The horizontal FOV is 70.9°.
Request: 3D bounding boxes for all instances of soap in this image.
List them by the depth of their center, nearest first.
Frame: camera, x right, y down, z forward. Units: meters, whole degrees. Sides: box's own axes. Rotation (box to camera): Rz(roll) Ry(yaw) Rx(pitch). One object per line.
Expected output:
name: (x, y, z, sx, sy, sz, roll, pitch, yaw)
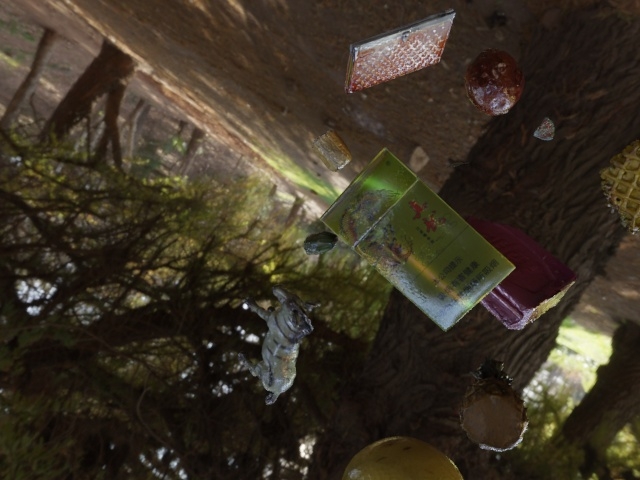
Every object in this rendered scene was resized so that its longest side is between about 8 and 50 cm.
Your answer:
soap: (0.384, 0.057, 0.967, 0.250, 0.162, 0.099, 47, 157, 32)

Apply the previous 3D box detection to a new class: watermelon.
watermelon: (0.780, -0.384, 1.587, 0.061, 0.085, 0.085, -7, -160, -23)

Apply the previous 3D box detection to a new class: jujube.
jujube: (0.611, -0.561, 1.587, 0.197, 0.197, 0.290, 30, -136, -23)

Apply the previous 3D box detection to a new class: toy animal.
toy animal: (-0.064, 0.163, 0.705, 0.074, 0.216, 0.176, 1, -171, -30)

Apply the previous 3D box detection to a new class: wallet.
wallet: (0.131, -0.314, 0.753, 0.020, 0.197, 0.103, 59, 164, 21)

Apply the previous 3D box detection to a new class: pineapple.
pineapple: (0.350, 0.319, 0.912, 0.128, 0.128, 0.248, 32, -166, 15)

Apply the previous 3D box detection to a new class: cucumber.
cucumber: (0.000, 0.000, 1.178, 0.035, 0.067, 0.107, 39, 149, -30)

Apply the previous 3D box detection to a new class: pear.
pear: (0.229, 0.711, 1.222, 0.348, 0.348, 0.348, 31, -178, -1)

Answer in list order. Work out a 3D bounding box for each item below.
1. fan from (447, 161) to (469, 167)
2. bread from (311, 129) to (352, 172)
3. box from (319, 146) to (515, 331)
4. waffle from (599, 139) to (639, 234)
fan: (0.499, -0.278, 1.634, 0.060, 0.080, 0.003, -54, -52, -65)
bread: (0.035, -0.242, 1.208, 0.106, 0.082, 0.125, 43, -179, -5)
box: (0.170, 0.001, 0.804, 0.311, 0.173, 0.043, 42, -168, -3)
waffle: (0.625, -0.099, 0.825, 0.193, 0.070, 0.197, 59, 147, 12)
